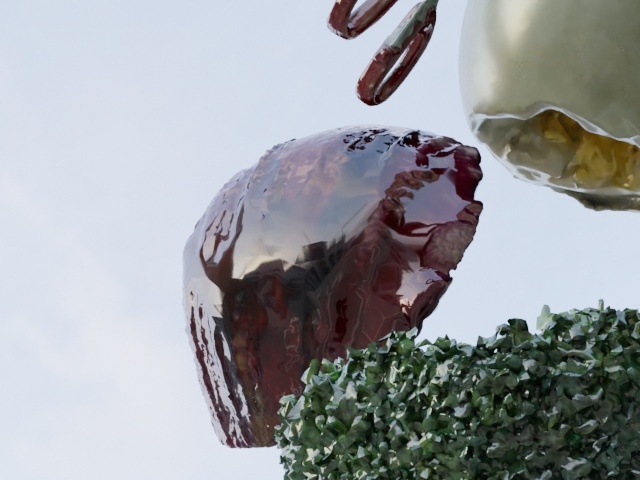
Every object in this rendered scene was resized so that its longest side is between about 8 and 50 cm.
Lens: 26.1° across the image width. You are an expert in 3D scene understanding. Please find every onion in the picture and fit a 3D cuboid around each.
[{"bbox_3d":[0.000,0.000,1.105,0.146,0.314,0.280,38,-34,-19],"label":"onion"}]

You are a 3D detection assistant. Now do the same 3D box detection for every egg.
[{"bbox_3d":[0.273,-0.200,1.159,0.278,0.278,0.336,32,-102,-30],"label":"egg"}]

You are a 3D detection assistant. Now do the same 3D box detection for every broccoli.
[{"bbox_3d":[0.087,0.108,0.662,0.194,0.194,0.220,32,-65,-30],"label":"broccoli"}]

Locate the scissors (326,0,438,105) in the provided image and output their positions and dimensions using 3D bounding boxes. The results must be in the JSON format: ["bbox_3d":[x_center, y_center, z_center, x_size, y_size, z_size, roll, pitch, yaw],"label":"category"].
[{"bbox_3d":[0.100,-0.206,0.936,0.248,0.017,0.144,-48,-22,-7],"label":"scissors"}]
